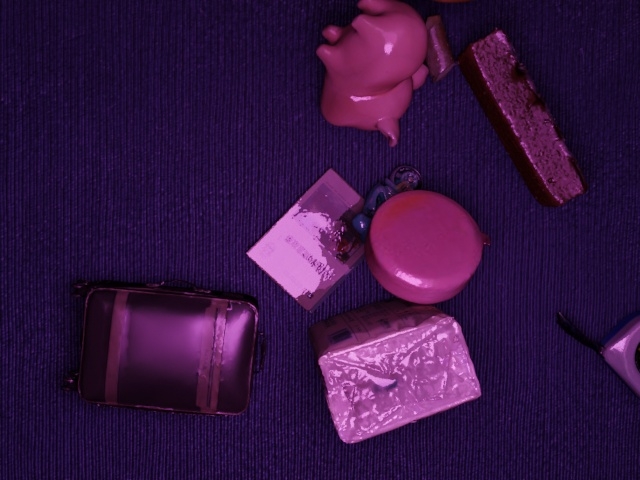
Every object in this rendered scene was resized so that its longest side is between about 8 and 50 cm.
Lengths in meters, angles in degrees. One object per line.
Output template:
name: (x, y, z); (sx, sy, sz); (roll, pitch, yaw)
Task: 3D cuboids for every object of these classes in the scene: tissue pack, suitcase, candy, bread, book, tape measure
tissue pack: (0.139, 0.253, 1.713); (0.297, 0.380, 0.207); (-17, 93, -1)
suitcase: (-0.336, 0.226, 1.778); (0.434, 0.194, 0.283); (6, 92, -5)
candy: (0.222, 0.012, 1.699); (0.255, 0.094, 0.255); (4, 60, -7)
bread: (0.454, -0.267, 1.817); (0.113, 0.165, 0.416); (-30, 95, 4)
book: (0.000, 0.000, 1.871); (0.215, 0.025, 0.282); (43, 88, -6)
tape measure: (0.723, 0.225, 1.885); (0.215, 0.098, 0.351); (-45, 97, 1)

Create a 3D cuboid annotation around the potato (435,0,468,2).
potato: (0.306, -0.707, 1.718); (0.296, 0.290, 0.397); (-6, 121, -1)

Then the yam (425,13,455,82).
yam: (0.261, -0.438, 1.844); (0.070, 0.070, 0.146); (-20, 95, -2)

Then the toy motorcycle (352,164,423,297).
toy motorcycle: (0.174, -0.021, 1.820); (0.198, 0.109, 0.296); (-12, 80, -19)

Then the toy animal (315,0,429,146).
toy animal: (0.117, -0.368, 1.726); (0.269, 0.326, 0.237); (36, 59, -20)
